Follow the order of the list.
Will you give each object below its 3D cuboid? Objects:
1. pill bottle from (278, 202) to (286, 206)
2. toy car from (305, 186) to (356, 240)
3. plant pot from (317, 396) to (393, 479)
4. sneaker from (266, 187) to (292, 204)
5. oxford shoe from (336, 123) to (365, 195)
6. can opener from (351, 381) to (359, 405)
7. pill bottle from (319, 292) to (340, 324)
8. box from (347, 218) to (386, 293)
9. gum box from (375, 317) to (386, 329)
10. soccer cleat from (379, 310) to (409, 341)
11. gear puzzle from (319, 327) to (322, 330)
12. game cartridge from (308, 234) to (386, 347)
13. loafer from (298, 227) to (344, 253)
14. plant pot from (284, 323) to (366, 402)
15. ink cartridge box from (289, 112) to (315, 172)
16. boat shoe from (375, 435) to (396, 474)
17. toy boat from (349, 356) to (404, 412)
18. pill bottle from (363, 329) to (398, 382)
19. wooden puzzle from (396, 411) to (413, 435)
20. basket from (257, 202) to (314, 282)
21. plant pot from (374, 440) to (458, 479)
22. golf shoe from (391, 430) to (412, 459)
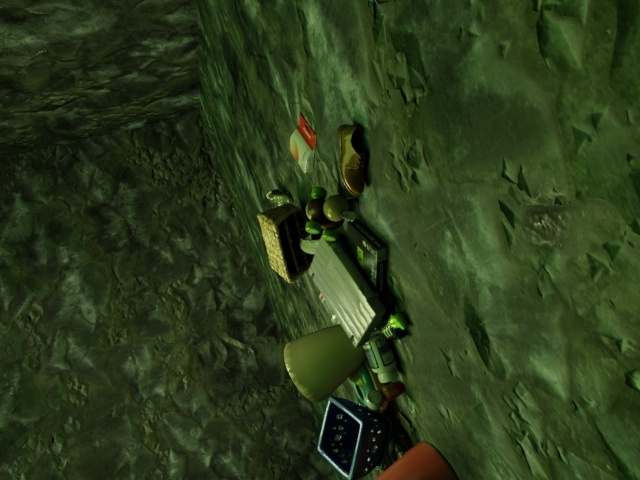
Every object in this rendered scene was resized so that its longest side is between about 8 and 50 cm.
[{"bbox_3d":[-0.192,-0.167,2.165,0.083,0.043,0.043,69,162,5],"label":"pill bottle"},{"bbox_3d":[0.058,-0.099,1.383,0.188,0.149,0.154,-12,63,47],"label":"toy car"},{"bbox_3d":[0.153,0.791,1.710,0.236,0.212,0.235,12,88,55],"label":"plant pot"},{"bbox_3d":[-0.209,-0.210,2.098,0.192,0.086,0.064,39,144,58],"label":"sneaker"},{"bbox_3d":[0.099,-0.228,1.219,0.076,0.076,0.212,21,130,53],"label":"oxford shoe"},{"bbox_3d":[0.179,0.621,1.904,0.095,0.076,0.283,-68,-34,-67],"label":"can opener"},{"bbox_3d":[0.079,0.283,1.742,0.180,0.108,0.108,61,160,28],"label":"pill bottle"},{"bbox_3d":[0.152,0.052,1.394,0.184,0.045,0.190,47,150,46],"label":"box"},{"bbox_3d":[0.162,0.241,1.565,0.184,0.041,0.157,67,162,8],"label":"gum box"},{"bbox_3d":[0.240,0.301,1.377,0.072,0.060,0.178,58,156,30],"label":"soccer cleat"},{"bbox_3d":[0.045,0.660,2.332,0.175,0.044,0.338,35,141,60],"label":"gear puzzle"},{"bbox_3d":[0.084,0.168,1.474,0.355,0.068,0.230,56,141,30],"label":"game cartridge"},{"bbox_3d":[0.000,0.000,1.695,0.319,0.112,0.111,17,120,59],"label":"loafer"},{"bbox_3d":[0.045,0.435,1.613,0.256,0.274,0.256,49,-165,-18],"label":"plant pot"},{"bbox_3d":[-0.070,-0.368,1.605,0.145,0.045,0.179,59,161,30],"label":"ink cartridge box"},{"bbox_3d":[0.263,0.960,1.892,0.122,0.120,0.323,41,146,57],"label":"boat shoe"},{"bbox_3d":[0.193,0.564,1.640,0.267,0.148,0.318,71,162,-1],"label":"toy boat"},{"bbox_3d":[0.215,0.414,1.506,0.169,0.094,0.094,70,162,3],"label":"pill bottle"},{"bbox_3d":[0.326,0.700,1.615,0.116,0.014,0.078,42,151,56],"label":"wooden puzzle"},{"bbox_3d":[-0.121,0.002,1.864,0.223,0.214,0.299,28,134,60],"label":"basket"},{"bbox_3d":[0.320,0.871,1.439,0.275,0.243,0.274,161,90,-72],"label":"plant pot"},{"bbox_3d":[0.338,0.849,1.657,0.094,0.077,0.198,88,164,-69],"label":"golf shoe"}]
